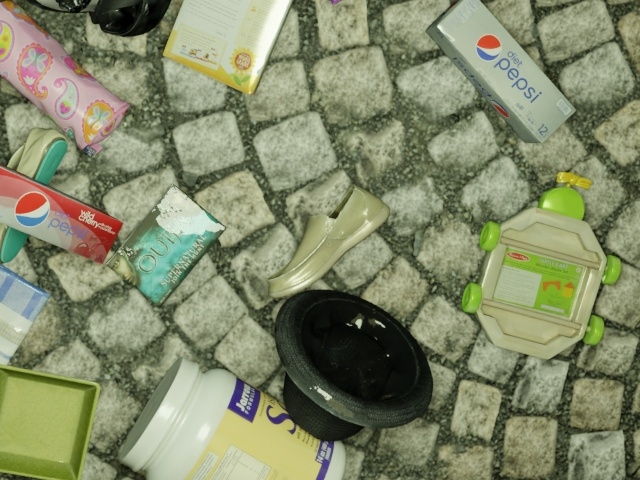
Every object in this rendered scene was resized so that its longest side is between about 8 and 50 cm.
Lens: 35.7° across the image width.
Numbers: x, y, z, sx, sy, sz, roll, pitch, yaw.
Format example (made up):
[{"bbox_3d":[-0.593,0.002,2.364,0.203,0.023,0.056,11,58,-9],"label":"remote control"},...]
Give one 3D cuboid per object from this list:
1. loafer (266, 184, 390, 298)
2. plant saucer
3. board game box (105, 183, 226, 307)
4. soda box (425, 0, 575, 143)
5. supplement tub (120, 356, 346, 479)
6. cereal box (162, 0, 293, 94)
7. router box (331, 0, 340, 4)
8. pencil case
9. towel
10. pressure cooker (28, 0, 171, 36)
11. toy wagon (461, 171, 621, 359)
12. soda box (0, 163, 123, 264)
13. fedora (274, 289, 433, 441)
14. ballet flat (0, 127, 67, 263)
[{"bbox_3d":[0.000,0.000,1.773,0.268,0.102,0.092,-40,98,-12],"label":"loafer"},{"bbox_3d":[-0.498,0.320,1.755,0.188,0.045,0.189,12,94,-9],"label":"plant saucer"},{"bbox_3d":[-0.274,0.009,1.767,0.126,0.026,0.186,39,89,-10],"label":"board game box"},{"bbox_3d":[0.321,-0.306,1.784,0.091,0.098,0.286,-44,99,-1],"label":"soda box"},{"bbox_3d":[-0.149,0.370,1.710,0.331,0.241,0.241,33,90,-10],"label":"supplement tub"},{"bbox_3d":[-0.146,-0.393,1.703,0.173,0.047,0.240,25,102,1],"label":"cereal box"},{"bbox_3d":[0.065,-0.511,1.725,0.179,0.046,0.133,-34,103,-22],"label":"router box"},{"bbox_3d":[-0.458,-0.271,1.670,0.284,0.124,0.124,43,89,-11],"label":"pencil case"},{"bbox_3d":[-0.633,0.160,1.728,0.209,0.034,0.285,34,90,-10],"label":"towel"},{"bbox_3d":[-0.322,-0.528,1.523,0.375,0.370,0.421,-18,87,18],"label":"pressure cooker"},{"bbox_3d":[0.420,0.042,1.847,0.267,0.068,0.345,15,92,-9],"label":"toy wagon"},{"bbox_3d":[-0.460,-0.050,1.637,0.263,0.092,0.084,28,88,-46],"label":"soda box"},{"bbox_3d":[0.033,0.235,1.720,0.334,0.334,0.153,28,119,-9],"label":"fedora"},{"bbox_3d":[-0.517,-0.083,1.707,0.086,0.086,0.249,27,90,-9],"label":"ballet flat"}]
